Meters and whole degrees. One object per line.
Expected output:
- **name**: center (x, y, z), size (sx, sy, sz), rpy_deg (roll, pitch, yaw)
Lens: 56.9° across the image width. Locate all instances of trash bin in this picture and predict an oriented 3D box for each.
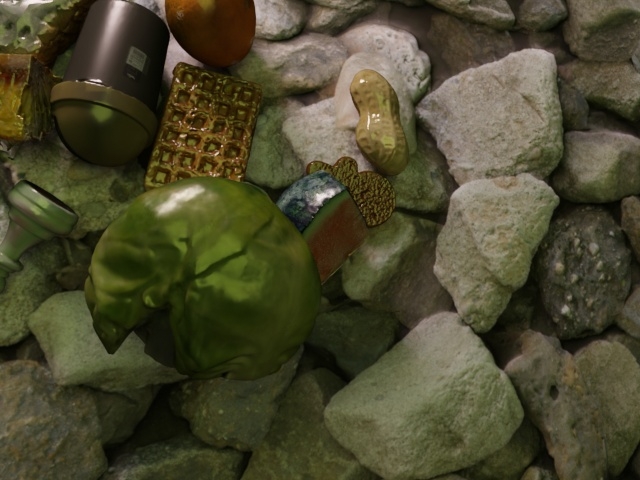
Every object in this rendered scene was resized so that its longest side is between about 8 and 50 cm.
- **trash bin**: center (-0.436, -0.311, 1.228), size (0.214, 0.214, 0.334), rpy_deg (10, 73, -14)

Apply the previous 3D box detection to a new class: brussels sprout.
- **brussels sprout**: center (-0.210, 0.056, 1.122), size (0.424, 0.342, 0.361), rpy_deg (13, 106, -10)

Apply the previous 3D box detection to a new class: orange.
- **orange**: center (-0.244, -0.501, 1.304), size (0.171, 0.240, 0.240), rpy_deg (0, 80, 17)

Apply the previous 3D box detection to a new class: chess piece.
- **chess piece**: center (-0.620, 0.021, 1.178), size (0.139, 0.139, 0.272), rpy_deg (37, 85, -7)

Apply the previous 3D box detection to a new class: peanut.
- **peanut**: center (0.136, -0.287, 1.437), size (0.125, 0.111, 0.275), rpy_deg (-11, 81, -13)

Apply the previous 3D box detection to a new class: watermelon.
- **watermelon**: center (0.000, 0.000, 1.319), size (0.226, 0.148, 0.319), rpy_deg (13, 88, -22)

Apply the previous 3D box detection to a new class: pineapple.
- **pineapple**: center (-0.588, -0.286, 1.170), size (0.114, 0.186, 0.236), rpy_deg (-1, 39, -9)

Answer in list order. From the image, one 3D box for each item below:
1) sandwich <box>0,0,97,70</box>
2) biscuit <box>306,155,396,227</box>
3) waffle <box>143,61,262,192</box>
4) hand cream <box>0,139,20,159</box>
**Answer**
- **sandwich**: center (-0.642, -0.502, 1.239), size (0.262, 0.131, 0.325), rpy_deg (36, 75, -9)
- **biscuit**: center (0.070, -0.109, 1.421), size (0.236, 0.039, 0.180), rpy_deg (15, 85, -13)
- **waffle**: center (-0.258, -0.225, 1.323), size (0.212, 0.091, 0.308), rpy_deg (15, 77, -13)
- **hand cream**: center (-0.748, -0.248, 1.214), size (0.256, 0.050, 0.084), rpy_deg (18, 74, -15)
